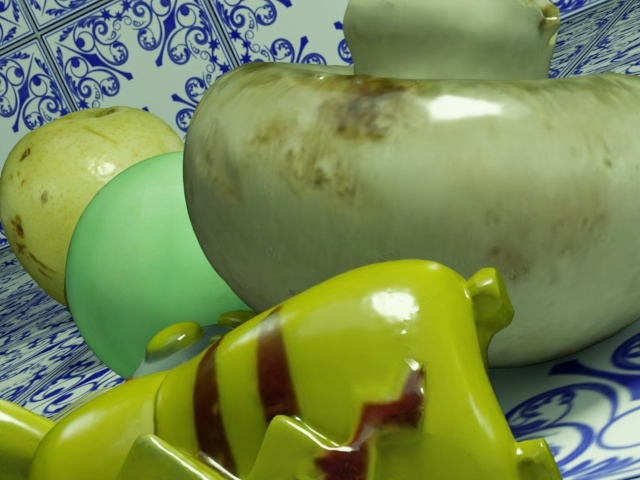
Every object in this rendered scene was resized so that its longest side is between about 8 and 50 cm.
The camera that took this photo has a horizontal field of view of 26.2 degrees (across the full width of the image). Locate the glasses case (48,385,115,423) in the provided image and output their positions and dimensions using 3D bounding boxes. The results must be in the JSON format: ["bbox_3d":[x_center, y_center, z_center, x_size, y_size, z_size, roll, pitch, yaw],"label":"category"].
[{"bbox_3d":[-0.197,0.181,1.038,0.050,0.083,0.196,-14,15,40],"label":"glasses case"}]

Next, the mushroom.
[{"bbox_3d":[0.086,-0.069,0.934,0.362,0.295,0.362,1,8,0],"label":"mushroom"}]

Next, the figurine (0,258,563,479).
[{"bbox_3d":[-0.039,0.133,0.680,0.326,0.218,0.169,-28,-34,23],"label":"figurine"}]

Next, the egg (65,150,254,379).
[{"bbox_3d":[-0.120,0.031,1.246,0.220,0.220,0.269,-28,-2,-19],"label":"egg"}]

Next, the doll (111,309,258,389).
[{"bbox_3d":[-0.053,0.110,0.986,0.199,0.105,0.336,-13,6,-19],"label":"doll"}]

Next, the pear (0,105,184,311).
[{"bbox_3d":[-0.332,-0.053,2.080,0.309,0.309,0.309,-24,9,4],"label":"pear"}]

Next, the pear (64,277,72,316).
[{"bbox_3d":[-0.228,0.053,1.635,0.148,0.149,0.162,-17,16,40],"label":"pear"}]
